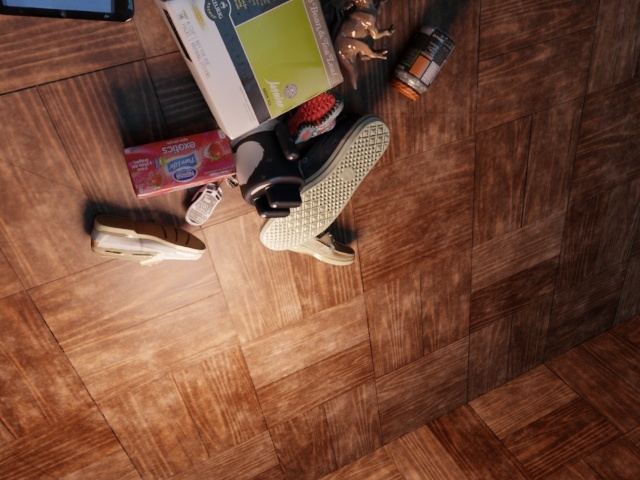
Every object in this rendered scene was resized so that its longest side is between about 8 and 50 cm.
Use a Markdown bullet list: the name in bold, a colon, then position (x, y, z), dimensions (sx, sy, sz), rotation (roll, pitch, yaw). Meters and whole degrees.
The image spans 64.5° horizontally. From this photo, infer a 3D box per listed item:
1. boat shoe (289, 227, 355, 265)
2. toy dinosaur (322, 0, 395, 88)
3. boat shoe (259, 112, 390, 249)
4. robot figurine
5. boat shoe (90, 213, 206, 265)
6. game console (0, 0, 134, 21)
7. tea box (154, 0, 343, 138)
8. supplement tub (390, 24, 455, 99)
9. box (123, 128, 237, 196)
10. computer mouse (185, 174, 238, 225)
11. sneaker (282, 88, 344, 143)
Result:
- **boat shoe**: position (0.000, 0.000, 1.654), dimensions (0.302, 0.109, 0.098), rotation (18, 110, -29)
- **toy dinosaur**: position (0.080, -0.567, 1.347), dimensions (0.200, 0.127, 0.295), rotation (2, 130, -20)
- **boat shoe**: position (-0.004, -0.179, 1.507), dimensions (0.500, 0.156, 0.187), rotation (-50, 134, 3)
- **robot figurine**: position (-0.146, -0.198, 1.352), dimensions (0.209, 0.278, 0.173), rotation (-21, 163, 8)
- **boat shoe**: position (-0.478, 0.012, 1.413), dimensions (0.302, 0.113, 0.103), rotation (15, 112, -22)
- **game console**: position (-0.527, -0.556, 0.968), dimensions (0.293, 0.250, 0.173), rotation (-2, 94, -11)
- **tea box**: position (-0.166, -0.481, 1.200), dimensions (0.324, 0.220, 0.329), rotation (-29, 128, -9)
- **supplement tub**: position (0.294, -0.518, 1.484), dimensions (0.117, 0.117, 0.190), rotation (24, 106, -36)
- **box**: position (-0.360, -0.196, 1.306), dimensions (0.257, 0.128, 0.122), rotation (-16, 96, -19)
- **computer mouse**: position (-0.321, -0.130, 1.447), dimensions (0.193, 0.042, 0.106), rotation (-51, 133, 1)
- **sneaker**: position (-0.004, -0.349, 1.380), dimensions (0.125, 0.262, 0.104), rotation (-19, 92, -32)
